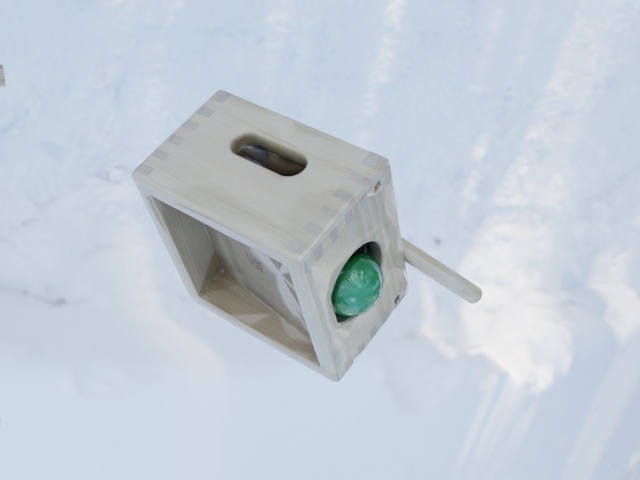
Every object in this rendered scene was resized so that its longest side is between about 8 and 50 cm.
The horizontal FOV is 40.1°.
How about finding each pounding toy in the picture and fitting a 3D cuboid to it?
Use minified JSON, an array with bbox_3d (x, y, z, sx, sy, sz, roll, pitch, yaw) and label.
[{"bbox_3d":[0.000,0.000,0.470,0.100,0.141,0.130,-49,148,-25],"label":"pounding toy"}]

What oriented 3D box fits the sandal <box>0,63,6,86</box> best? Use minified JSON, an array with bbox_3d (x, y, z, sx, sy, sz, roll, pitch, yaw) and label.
[{"bbox_3d":[-0.409,-0.117,0.826,0.240,0.088,0.079,-16,107,-41],"label":"sandal"}]
